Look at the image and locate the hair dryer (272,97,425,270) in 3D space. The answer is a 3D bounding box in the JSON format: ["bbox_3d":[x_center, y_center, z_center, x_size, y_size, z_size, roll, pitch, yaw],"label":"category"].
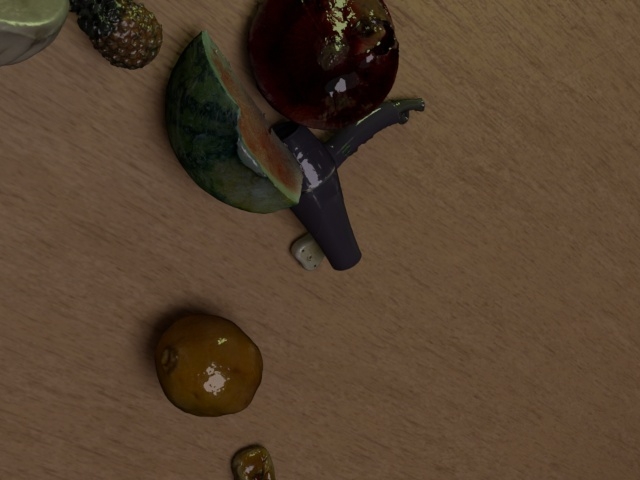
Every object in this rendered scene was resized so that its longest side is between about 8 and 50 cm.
[{"bbox_3d":[0.078,-0.150,1.925,0.361,0.121,0.301,-41,122,-21],"label":"hair dryer"}]

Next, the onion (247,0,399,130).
[{"bbox_3d":[0.016,-0.322,1.727,0.272,0.195,0.272,-3,99,-16],"label":"onion"}]

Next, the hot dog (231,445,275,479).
[{"bbox_3d":[-0.127,0.539,2.140,0.084,0.073,0.243,-17,120,-21],"label":"hot dog"}]

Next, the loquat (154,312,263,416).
[{"bbox_3d":[-0.198,0.226,1.868,0.234,0.176,0.187,26,54,-49],"label":"loquat"}]

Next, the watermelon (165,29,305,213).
[{"bbox_3d":[-0.155,-0.181,1.689,0.180,0.224,0.305,-46,116,-30],"label":"watermelon"}]

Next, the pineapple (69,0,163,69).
[{"bbox_3d":[-0.319,-0.333,1.537,0.108,0.108,0.197,-55,150,1],"label":"pineapple"}]

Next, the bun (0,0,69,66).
[{"bbox_3d":[-0.489,-0.312,1.390,0.263,0.263,0.175,13,130,-38],"label":"bun"}]

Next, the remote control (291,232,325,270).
[{"bbox_3d":[0.000,0.000,1.989,0.122,0.032,0.074,-43,129,-9],"label":"remote control"}]
